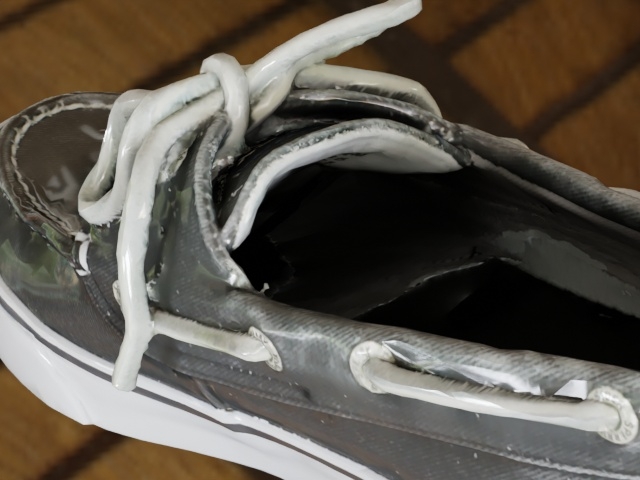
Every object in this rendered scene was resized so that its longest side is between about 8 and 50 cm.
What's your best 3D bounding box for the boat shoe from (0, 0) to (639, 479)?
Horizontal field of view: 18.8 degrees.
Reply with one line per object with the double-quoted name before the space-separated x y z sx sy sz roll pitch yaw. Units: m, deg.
"boat shoe" -0.003 0.002 0.467 0.113 0.105 0.306 -33 -143 -22
